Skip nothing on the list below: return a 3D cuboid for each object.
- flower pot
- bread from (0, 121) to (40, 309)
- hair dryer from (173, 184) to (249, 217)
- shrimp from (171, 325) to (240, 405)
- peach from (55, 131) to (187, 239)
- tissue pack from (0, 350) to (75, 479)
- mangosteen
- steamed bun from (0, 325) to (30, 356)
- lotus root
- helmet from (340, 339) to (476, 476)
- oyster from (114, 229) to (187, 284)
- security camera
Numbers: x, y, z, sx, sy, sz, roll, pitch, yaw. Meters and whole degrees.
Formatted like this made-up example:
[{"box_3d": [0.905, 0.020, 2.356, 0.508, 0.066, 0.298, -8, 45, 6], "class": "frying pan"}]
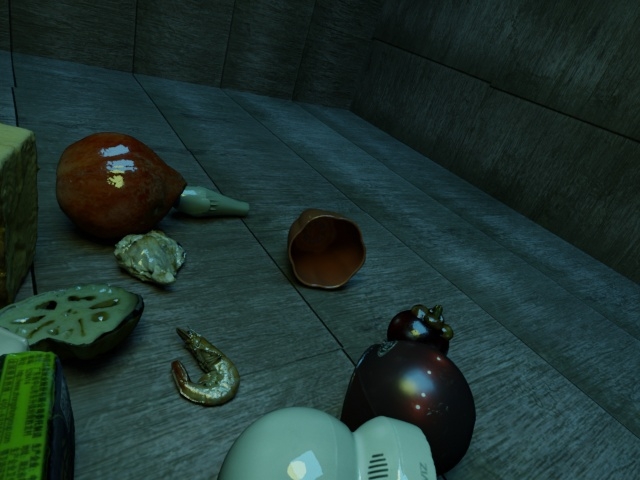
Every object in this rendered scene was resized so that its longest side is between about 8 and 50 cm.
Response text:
[{"box_3d": [0.000, 0.000, 1.038, 0.190, 0.191, 0.173, 10, 19, -17], "class": "flower pot"}, {"box_3d": [-0.599, -0.042, 0.624, 0.279, 0.279, 0.207, 3, 31, -22], "class": "bread"}, {"box_3d": [-0.312, -0.115, 1.174, 0.218, 0.088, 0.225, 15, 12, -21], "class": "hair dryer"}, {"box_3d": [-0.205, 0.209, 0.685, 0.162, 0.045, 0.095, 37, 53, 21], "class": "shrimp"}, {"box_3d": [-0.431, -0.118, 0.922, 0.256, 0.232, 0.232, -7, 33, -10], "class": "peach"}, {"box_3d": [-0.286, 0.252, 0.403, 0.073, 0.173, 0.235, -3, 35, -25], "class": "tissue pack"}, {"box_3d": [0.210, 0.190, 0.857, 0.140, 0.140, 0.140, 15, 28, -8], "class": "mangosteen"}, {"box_3d": [-0.481, 0.166, 0.460, 0.241, 0.146, 0.164, 20, 25, -2], "class": "steamed bun"}, {"box_3d": [-0.384, 0.141, 0.647, 0.183, 0.078, 0.203, 12, 18, 16], "class": "lotus root"}, {"box_3d": [0.142, 0.262, 0.662, 0.189, 0.193, 0.216, -23, 78, -54], "class": "helmet"}, {"box_3d": [-0.347, 0.027, 0.872, 0.191, 0.081, 0.163, 39, 29, 26], "class": "oyster"}, {"box_3d": [-0.004, 0.296, 0.486, 0.236, 0.195, 0.195, 10, 29, -5], "class": "security camera"}]
